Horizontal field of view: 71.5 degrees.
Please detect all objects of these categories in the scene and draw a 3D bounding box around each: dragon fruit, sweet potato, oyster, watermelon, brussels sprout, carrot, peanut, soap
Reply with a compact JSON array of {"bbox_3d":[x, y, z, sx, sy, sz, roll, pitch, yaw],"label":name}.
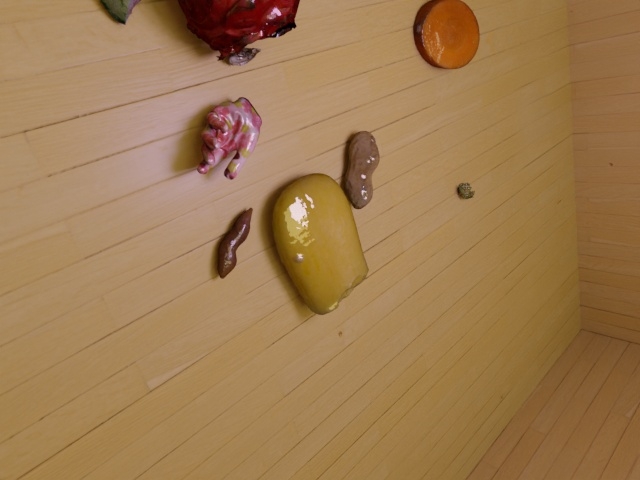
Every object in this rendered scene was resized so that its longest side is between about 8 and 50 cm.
[{"bbox_3d":[-0.197,-0.592,1.042,0.296,0.295,0.302,-57,140,-17],"label":"dragon fruit"},{"bbox_3d":[-0.245,0.002,1.250,0.065,0.051,0.219,28,79,-36],"label":"sweet potato"},{"bbox_3d":[-0.208,-0.502,1.186,0.038,0.080,0.083,65,21,-1],"label":"oyster"},{"bbox_3d":[-0.421,-0.581,0.969,0.098,0.121,0.158,36,69,-15],"label":"watermelon"},{"bbox_3d":[0.636,-0.217,1.954,0.085,0.058,0.085,9,65,-19],"label":"brussels sprout"},{"bbox_3d":[0.477,-0.790,1.706,0.307,0.100,0.259,-9,105,-31],"label":"carrot"},{"bbox_3d":[0.137,-0.236,1.494,0.101,0.117,0.263,7,96,-21],"label":"peanut"},{"bbox_3d":[-0.002,0.000,1.414,0.306,0.115,0.428,-32,116,-27],"label":"soap"}]

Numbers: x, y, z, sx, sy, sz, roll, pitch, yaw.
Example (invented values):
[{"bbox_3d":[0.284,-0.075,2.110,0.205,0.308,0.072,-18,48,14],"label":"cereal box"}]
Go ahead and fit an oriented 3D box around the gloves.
[{"bbox_3d":[-0.251,-0.261,1.158,0.241,0.126,0.145,-50,149,-26],"label":"gloves"}]
